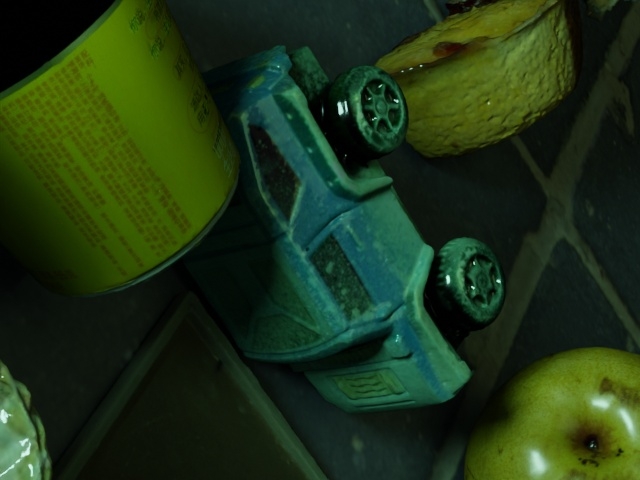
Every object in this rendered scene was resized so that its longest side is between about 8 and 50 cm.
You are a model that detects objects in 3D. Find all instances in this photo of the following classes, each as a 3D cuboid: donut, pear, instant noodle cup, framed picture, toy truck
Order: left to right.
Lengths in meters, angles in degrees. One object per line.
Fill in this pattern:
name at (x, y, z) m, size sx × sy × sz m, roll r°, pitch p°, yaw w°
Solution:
instant noodle cup at (-0.164, -0.099, 0.998) m, size 0.236 × 0.215 × 0.215 m, roll 57°, pitch 39°, yaw -33°
framed picture at (-0.051, 0.234, 1.138) m, size 0.335 × 0.022 × 0.247 m, roll 55°, pitch 39°, yaw -21°
toy truck at (0.000, 0.000, 1.198) m, size 0.156 × 0.155 × 0.279 m, roll -48°, pitch 115°, yaw -39°
donut at (0.168, -0.167, 1.488) m, size 0.295 × 0.151 × 0.112 m, roll -50°, pitch 126°, yaw -49°
pear at (0.218, 0.192, 1.360) m, size 0.209 × 0.209 × 0.209 m, roll 24°, pitch 58°, yaw -45°

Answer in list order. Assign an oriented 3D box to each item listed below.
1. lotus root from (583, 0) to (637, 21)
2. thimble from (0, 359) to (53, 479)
lotus root at (0.278, -0.355, 1.709) m, size 0.154 × 0.140 × 0.257 m, roll 2°, pitch 57°, yaw -11°
thimble at (-0.234, 0.142, 0.840) m, size 0.137 × 0.143 × 0.190 m, roll 61°, pitch 39°, yaw -17°
